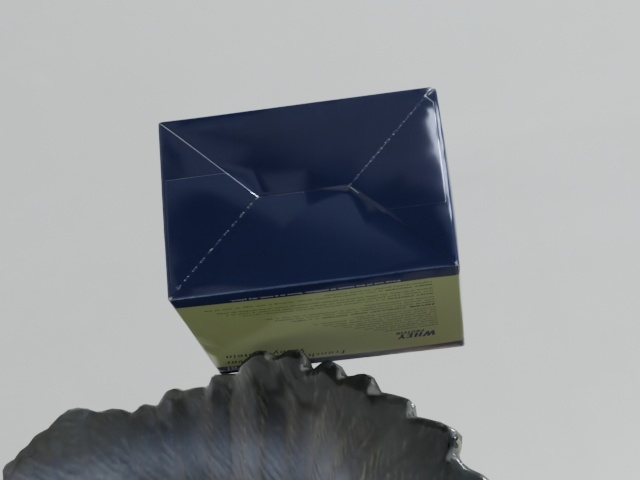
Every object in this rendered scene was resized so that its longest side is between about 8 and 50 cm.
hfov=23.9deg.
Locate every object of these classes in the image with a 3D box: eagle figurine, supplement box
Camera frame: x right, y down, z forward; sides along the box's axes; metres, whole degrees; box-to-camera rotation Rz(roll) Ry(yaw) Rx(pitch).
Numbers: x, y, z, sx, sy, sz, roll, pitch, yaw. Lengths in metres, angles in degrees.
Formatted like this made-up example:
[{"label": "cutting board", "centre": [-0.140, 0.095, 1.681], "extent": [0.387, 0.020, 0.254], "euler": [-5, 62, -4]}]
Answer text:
[{"label": "eagle figurine", "centre": [-0.066, 0.165, 0.491], "extent": [0.298, 0.225, 0.226], "euler": [-6, -18, 10]}, {"label": "supplement box", "centre": [0.000, 0.000, 0.462], "extent": [0.083, 0.056, 0.083], "euler": [-7, -20, 5]}]
